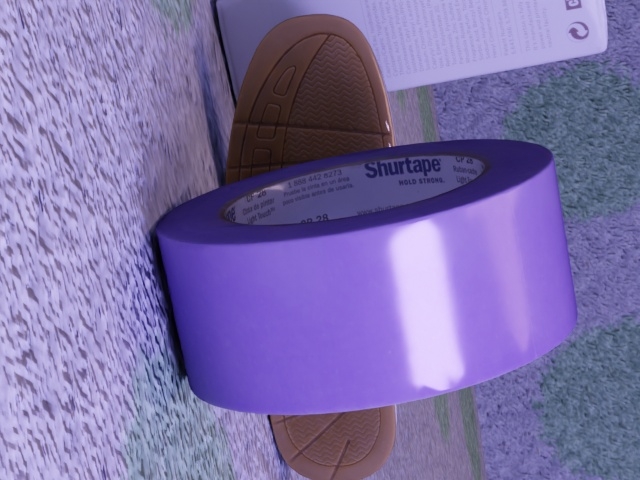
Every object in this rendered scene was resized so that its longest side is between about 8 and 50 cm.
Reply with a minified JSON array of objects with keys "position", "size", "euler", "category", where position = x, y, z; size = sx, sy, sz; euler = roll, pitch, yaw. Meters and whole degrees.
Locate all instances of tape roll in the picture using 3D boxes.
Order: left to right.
[{"position":[0.022,0.012,0.813],"size":[0.189,0.189,0.080],"euler":[-65,146,-76],"category":"tape roll"}]

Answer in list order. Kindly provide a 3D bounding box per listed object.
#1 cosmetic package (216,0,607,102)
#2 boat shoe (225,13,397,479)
[{"position":[0.057,-0.152,1.082],"size":[0.117,0.231,0.085],"euler":[-83,162,-65],"category":"cosmetic package"},{"position":[0.000,0.000,1.027],"size":[0.096,0.098,0.277],"euler":[-71,160,-74],"category":"boat shoe"}]
